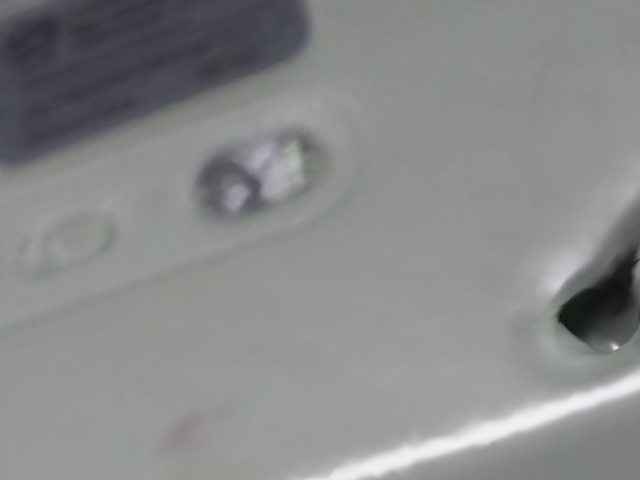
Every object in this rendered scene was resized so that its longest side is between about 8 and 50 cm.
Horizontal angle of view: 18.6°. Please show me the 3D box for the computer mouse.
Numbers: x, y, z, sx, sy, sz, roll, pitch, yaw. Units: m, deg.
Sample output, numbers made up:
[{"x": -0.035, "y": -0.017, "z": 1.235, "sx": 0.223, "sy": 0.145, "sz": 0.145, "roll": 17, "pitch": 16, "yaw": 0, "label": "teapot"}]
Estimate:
[{"x": 0.002, "y": 0.004, "z": 0.444, "sx": 0.331, "sy": 0.095, "sz": 0.197, "roll": -17, "pitch": 51, "yaw": 10, "label": "computer mouse"}]
